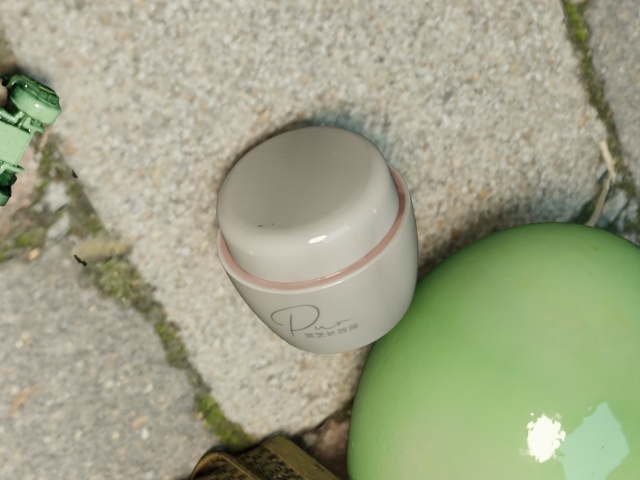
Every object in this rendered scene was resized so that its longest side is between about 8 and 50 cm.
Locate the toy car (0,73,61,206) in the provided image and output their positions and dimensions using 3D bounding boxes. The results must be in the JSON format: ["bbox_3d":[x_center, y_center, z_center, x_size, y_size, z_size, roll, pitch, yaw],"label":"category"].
[{"bbox_3d":[-0.204,-0.070,0.965,0.143,0.054,0.073,21,100,-46],"label":"toy car"}]

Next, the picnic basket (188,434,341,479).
[{"bbox_3d":[-0.029,0.270,1.162,0.139,0.165,0.267,-23,122,-26],"label":"picnic basket"}]

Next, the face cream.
[{"bbox_3d":[0.000,0.000,1.094,0.117,0.117,0.104,-36,133,-16],"label":"face cream"}]

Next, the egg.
[{"bbox_3d":[0.128,0.118,1.167,0.220,0.220,0.270,15,112,-37],"label":"egg"}]
